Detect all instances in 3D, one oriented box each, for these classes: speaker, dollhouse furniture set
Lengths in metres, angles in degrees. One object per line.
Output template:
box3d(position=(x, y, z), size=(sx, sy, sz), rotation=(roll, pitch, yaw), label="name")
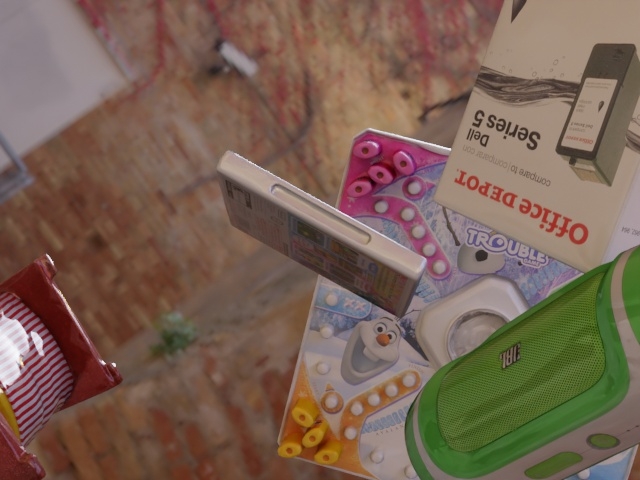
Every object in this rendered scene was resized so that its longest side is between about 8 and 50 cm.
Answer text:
box3d(position=(0.188, 0.106, 1.003), size=(0.131, 0.131, 0.296), rotation=(53, -42, 3), label="speaker")
box3d(position=(-0.319, 0.009, 0.924), size=(0.374, 0.152, 0.201), rotation=(59, 13, -10), label="dollhouse furniture set")

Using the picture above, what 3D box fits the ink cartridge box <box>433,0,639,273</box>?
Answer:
box3d(position=(0.233, -0.117, 1.084), size=(0.114, 0.273, 0.198), rotation=(11, 12, -40), label="ink cartridge box")

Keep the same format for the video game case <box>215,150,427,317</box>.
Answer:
box3d(position=(0.000, 0.000, 0.892), size=(0.143, 0.019, 0.157), rotation=(29, -11, 6), label="video game case")

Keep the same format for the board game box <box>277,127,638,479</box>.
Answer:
box3d(position=(0.177, 0.113, 1.467), size=(0.389, 0.390, 0.050), rotation=(15, 13, 6), label="board game box")
